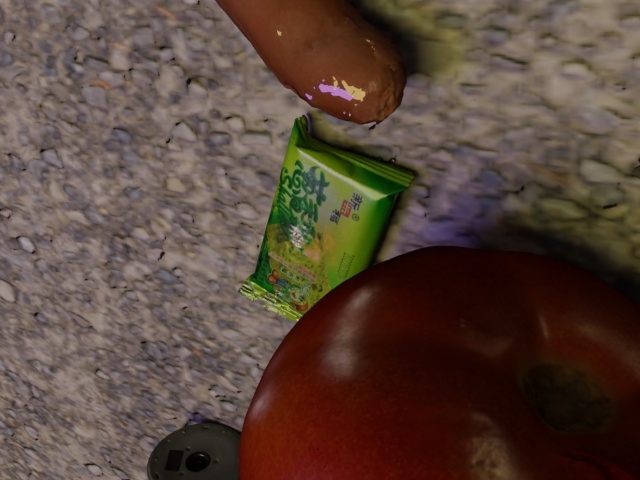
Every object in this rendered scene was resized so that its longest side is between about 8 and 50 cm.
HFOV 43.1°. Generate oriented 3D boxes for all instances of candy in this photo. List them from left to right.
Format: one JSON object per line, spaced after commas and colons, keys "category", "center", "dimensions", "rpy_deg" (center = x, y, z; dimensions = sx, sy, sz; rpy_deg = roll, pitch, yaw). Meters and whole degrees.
{"category": "candy", "center": [0.000, 0.001, 0.611], "dimensions": [0.102, 0.032, 0.178], "rpy_deg": [32, 131, 15]}

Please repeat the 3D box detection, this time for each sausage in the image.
{"category": "sausage", "center": [-0.060, -0.184, 0.512], "dimensions": [0.304, 0.078, 0.078], "rpy_deg": [45, 134, 5]}

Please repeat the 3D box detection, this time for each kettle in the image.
{"category": "kettle", "center": [-0.102, 0.269, 0.825], "dimensions": [0.098, 0.127, 0.148], "rpy_deg": [45, 147, 51]}

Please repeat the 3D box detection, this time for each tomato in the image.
{"category": "tomato", "center": [0.099, 0.142, 0.470], "dimensions": [0.298, 0.298, 0.226], "rpy_deg": [28, 132, 18]}

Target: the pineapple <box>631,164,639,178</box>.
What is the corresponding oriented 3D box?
{"category": "pineapple", "center": [0.309, 0.013, 0.296], "dimensions": [0.357, 0.223, 0.223], "rpy_deg": [23, 129, 33]}
